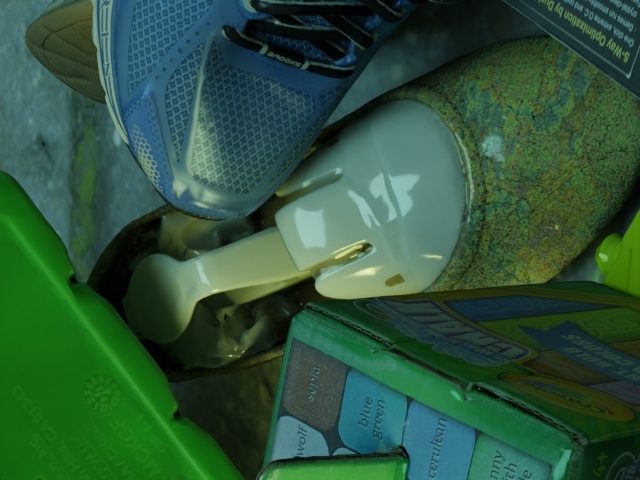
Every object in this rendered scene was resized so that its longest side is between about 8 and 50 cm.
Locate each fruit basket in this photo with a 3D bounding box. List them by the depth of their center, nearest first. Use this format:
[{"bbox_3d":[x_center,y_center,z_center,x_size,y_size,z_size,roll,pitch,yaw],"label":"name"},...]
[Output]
[{"bbox_3d":[-0.181,0.173,0.864,0.392,0.283,0.392,28,137,30],"label":"fruit basket"}]

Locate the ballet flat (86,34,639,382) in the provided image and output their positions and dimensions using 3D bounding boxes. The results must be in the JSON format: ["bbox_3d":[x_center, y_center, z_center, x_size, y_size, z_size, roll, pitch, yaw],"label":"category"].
[{"bbox_3d":[0.000,0.000,0.794,0.349,0.123,0.123,-23,75,46],"label":"ballet flat"}]

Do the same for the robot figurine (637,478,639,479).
[{"bbox_3d":[0.165,0.158,0.482,0.291,0.211,0.085,54,178,-21],"label":"robot figurine"}]

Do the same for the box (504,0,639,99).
[{"bbox_3d":[0.162,-0.168,0.576,0.307,0.077,0.242,48,126,52],"label":"box"}]

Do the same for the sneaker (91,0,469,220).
[{"bbox_3d":[0.005,-0.132,0.637,0.330,0.130,0.147,-63,32,32],"label":"sneaker"}]

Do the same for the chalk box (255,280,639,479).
[{"bbox_3d":[0.064,0.098,0.567,0.132,0.213,0.132,24,110,43],"label":"chalk box"}]

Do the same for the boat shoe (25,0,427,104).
[{"bbox_3d":[-0.046,-0.145,0.852,0.285,0.103,0.092,-13,50,47],"label":"boat shoe"}]

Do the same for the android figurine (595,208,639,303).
[{"bbox_3d":[0.207,0.058,0.608,0.273,0.056,0.248,11,100,47],"label":"android figurine"}]
